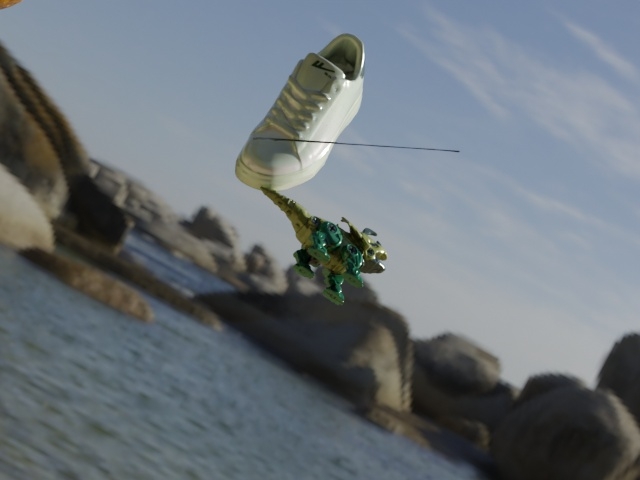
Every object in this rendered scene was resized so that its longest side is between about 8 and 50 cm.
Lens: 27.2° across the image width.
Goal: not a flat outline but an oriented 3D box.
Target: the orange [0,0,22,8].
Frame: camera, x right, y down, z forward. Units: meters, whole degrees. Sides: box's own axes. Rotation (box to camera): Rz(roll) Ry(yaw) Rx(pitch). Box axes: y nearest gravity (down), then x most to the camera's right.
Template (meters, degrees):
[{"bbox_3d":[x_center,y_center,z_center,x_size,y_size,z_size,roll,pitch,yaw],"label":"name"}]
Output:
[{"bbox_3d":[-0.662,-0.627,2.617,0.340,0.293,0.340,58,-12,19],"label":"orange"}]

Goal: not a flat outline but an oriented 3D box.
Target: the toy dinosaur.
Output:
[{"bbox_3d":[0.000,0.000,2.227,0.259,0.094,0.153,31,39,-15],"label":"toy dinosaur"}]

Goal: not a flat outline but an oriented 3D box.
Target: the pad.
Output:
[{"bbox_3d":[0.043,-0.127,1.755,0.246,0.006,0.170,2,5,-13],"label":"pad"}]

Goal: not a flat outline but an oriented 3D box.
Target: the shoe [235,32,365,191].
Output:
[{"bbox_3d":[-0.022,-0.233,2.310,0.132,0.363,0.160,26,-44,15],"label":"shoe"}]
